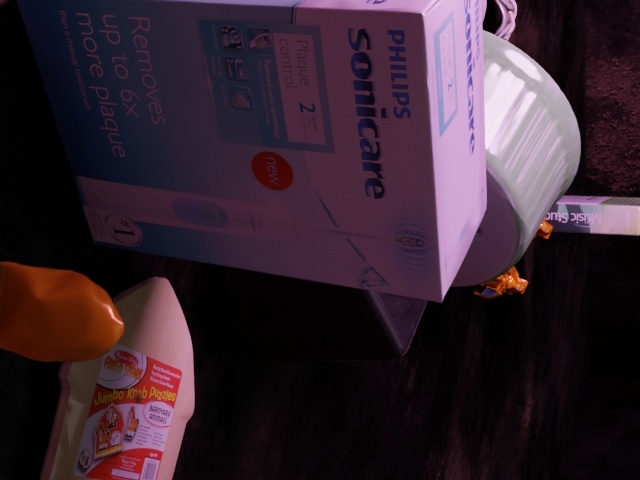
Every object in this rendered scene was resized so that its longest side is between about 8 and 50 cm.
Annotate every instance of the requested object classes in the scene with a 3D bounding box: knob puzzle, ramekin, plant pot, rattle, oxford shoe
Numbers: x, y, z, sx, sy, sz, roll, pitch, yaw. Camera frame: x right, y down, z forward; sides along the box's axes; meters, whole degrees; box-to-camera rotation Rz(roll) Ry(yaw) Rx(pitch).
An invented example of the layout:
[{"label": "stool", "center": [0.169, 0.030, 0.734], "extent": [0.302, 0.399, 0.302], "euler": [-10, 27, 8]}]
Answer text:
[{"label": "knob puzzle", "center": [-0.162, 0.123, 0.793], "extent": [0.213, 0.030, 0.213], "euler": [5, 90, -66]}, {"label": "ramekin", "center": [0.128, -0.086, 1.097], "extent": [0.148, 0.303, 0.303], "euler": [-58, 145, -34]}, {"label": "plant pot", "center": [0.000, 0.000, 0.974], "extent": [0.167, 0.187, 0.188], "euler": [62, 38, -31]}, {"label": "rattle", "center": [-0.222, 0.018, 0.511], "extent": [0.130, 0.143, 0.199], "euler": [-54, 152, -20]}, {"label": "oxford shoe", "center": [0.257, -0.354, 1.539], "extent": [0.449, 0.130, 0.169], "euler": [-14, 106, -67]}]

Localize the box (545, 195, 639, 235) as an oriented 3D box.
[{"label": "box", "center": [0.436, -0.050, 1.764], "extent": [0.232, 0.322, 0.058], "euler": [-14, 104, -65]}]

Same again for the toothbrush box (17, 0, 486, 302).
[{"label": "toothbrush box", "center": [-0.038, -0.094, 0.689], "extent": [0.126, 0.295, 0.216], "euler": [-57, 148, -47]}]

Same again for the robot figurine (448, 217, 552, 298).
[{"label": "robot figurine", "center": [0.255, -0.004, 1.442], "extent": [0.291, 0.085, 0.211], "euler": [16, 98, -60]}]
